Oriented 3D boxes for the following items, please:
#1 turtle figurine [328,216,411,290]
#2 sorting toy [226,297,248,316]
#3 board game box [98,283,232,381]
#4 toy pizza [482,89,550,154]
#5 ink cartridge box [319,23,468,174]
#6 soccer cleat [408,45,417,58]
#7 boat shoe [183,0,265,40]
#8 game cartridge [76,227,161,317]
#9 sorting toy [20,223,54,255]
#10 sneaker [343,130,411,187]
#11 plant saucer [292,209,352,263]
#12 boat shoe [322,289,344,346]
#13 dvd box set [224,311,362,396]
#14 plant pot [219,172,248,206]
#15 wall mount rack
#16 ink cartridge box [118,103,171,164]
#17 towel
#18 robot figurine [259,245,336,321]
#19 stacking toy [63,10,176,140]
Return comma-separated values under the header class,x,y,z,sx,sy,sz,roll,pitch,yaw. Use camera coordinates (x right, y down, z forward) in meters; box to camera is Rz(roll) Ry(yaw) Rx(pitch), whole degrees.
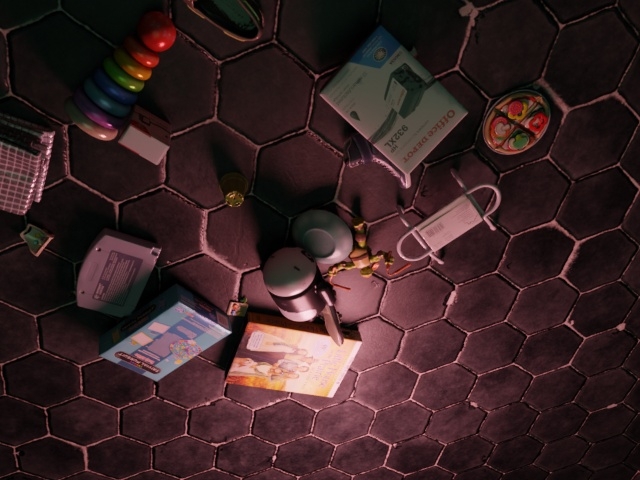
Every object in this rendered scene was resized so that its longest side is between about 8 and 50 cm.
class,x,y,z,sx,sy,sz,roll,pitch,yaw
turtle figurine,0.133,0.035,1.835,0.269,0.087,0.218,-13,118,19
sorting toy,-0.273,0.219,1.944,0.061,0.012,0.083,11,123,-17
board game box,-0.500,0.305,1.897,0.336,0.079,0.254,-33,136,14
toy pizza,0.566,-0.334,1.683,0.201,0.032,0.201,-5,126,-7
ink cartridge box,0.182,-0.354,1.484,0.307,0.129,0.223,41,105,-13
soccer cleat,0.210,-0.478,1.523,0.083,0.029,0.036,-18,111,5
boat shoe,-0.264,-0.571,1.328,0.324,0.097,0.116,33,114,-28
game cartridge,-0.623,0.100,1.774,0.195,0.060,0.294,18,120,-25
sorting toy,-0.810,-0.011,1.670,0.075,0.045,0.083,39,111,-23
sneaker,0.155,-0.220,1.651,0.163,0.086,0.226,-27,118,-1
plant saucer,0.000,0.000,1.773,0.194,0.037,0.195,9,124,13
boat shoe,0.051,0.260,1.972,0.064,0.075,0.206,-26,109,-23
dvd box set,-0.100,0.414,2.084,0.420,0.062,0.308,13,122,-18
plant pot,-0.244,-0.137,1.653,0.083,0.079,0.083,-5,125,-7
wall mount rack,0.403,-0.049,1.809,0.350,0.131,0.304,-34,120,15
ink cartridge box,-0.441,-0.270,1.480,0.109,0.150,0.063,30,112,-27
towel,-0.842,-0.202,1.476,0.283,0.121,0.235,18,121,-22
robot figurine,-0.071,0.137,1.808,0.209,0.174,0.278,-16,141,6
stacking toy,-0.461,-0.401,1.404,0.141,0.141,0.330,37,107,-30
